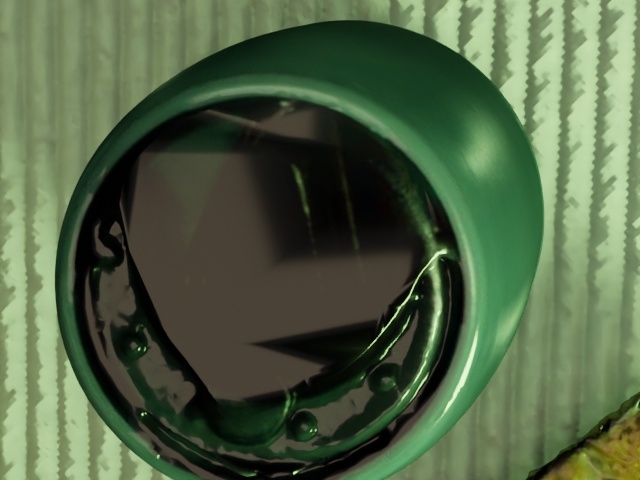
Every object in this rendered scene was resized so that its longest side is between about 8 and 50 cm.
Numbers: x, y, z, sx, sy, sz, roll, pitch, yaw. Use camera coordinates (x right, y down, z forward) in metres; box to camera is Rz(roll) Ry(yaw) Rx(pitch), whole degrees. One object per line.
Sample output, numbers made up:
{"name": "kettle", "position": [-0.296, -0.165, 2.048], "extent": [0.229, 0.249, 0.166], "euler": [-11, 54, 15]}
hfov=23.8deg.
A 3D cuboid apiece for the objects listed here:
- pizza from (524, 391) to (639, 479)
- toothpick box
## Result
{"name": "pizza", "position": [0.091, 0.106, 0.483], "extent": [0.184, 0.036, 0.176], "euler": [7, 97, 9]}
{"name": "toothpick box", "position": [0.000, 0.000, 0.405], "extent": [0.120, 0.184, 0.120], "euler": [1, 97, 8]}
